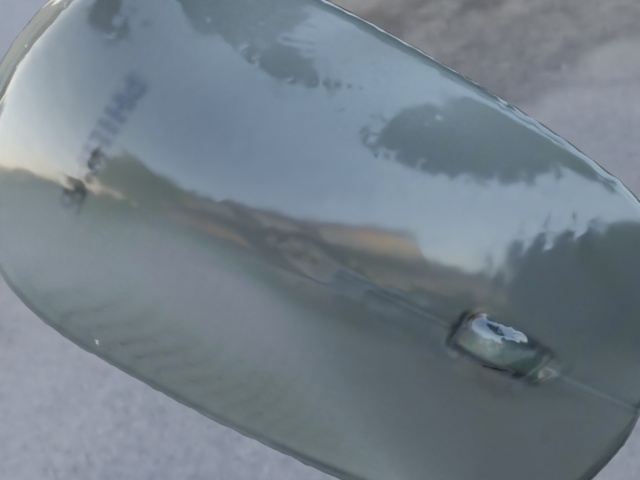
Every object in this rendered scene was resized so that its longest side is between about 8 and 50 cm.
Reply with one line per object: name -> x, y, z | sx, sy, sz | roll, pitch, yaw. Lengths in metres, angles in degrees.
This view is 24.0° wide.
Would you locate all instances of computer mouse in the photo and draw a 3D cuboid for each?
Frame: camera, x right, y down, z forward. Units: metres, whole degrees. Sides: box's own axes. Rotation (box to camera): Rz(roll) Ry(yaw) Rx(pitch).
computer mouse -> 0.000, 0.001, 0.678 | 0.331, 0.197, 0.095 | 27, 13, 1
